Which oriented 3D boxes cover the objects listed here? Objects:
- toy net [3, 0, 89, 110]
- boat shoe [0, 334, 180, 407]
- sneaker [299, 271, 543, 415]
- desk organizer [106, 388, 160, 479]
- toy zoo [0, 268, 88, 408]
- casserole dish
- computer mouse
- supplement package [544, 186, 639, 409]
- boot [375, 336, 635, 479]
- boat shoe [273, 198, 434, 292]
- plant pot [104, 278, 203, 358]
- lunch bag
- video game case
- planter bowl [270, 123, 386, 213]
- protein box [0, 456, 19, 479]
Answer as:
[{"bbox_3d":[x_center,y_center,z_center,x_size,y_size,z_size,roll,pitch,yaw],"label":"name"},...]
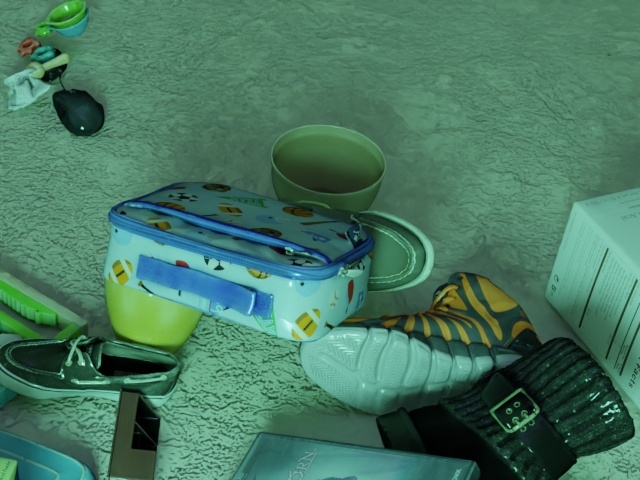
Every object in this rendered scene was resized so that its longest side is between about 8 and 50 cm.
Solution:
[{"bbox_3d":[-0.450,-0.294,1.955,0.122,0.045,0.232,2,46,24],"label":"toy net"},{"bbox_3d":[-0.274,0.141,1.456,0.219,0.070,0.078,8,48,-14],"label":"boat shoe"},{"bbox_3d":[0.125,0.122,1.555,0.321,0.124,0.180,11,35,-13],"label":"sneaker"},{"bbox_3d":[-0.210,0.234,1.405,0.050,0.047,0.130,6,40,-6],"label":"desk organizer"},{"bbox_3d":[-0.446,0.142,1.484,0.192,0.030,0.293,28,44,21],"label":"toy zoo"},{"bbox_3d":[-0.332,0.263,1.359,0.188,0.037,0.114,18,41,12],"label":"casserole dish"},{"bbox_3d":[-0.395,-0.243,1.936,0.071,0.041,0.242,-14,45,-23],"label":"computer mouse"},{"bbox_3d":[0.455,0.086,1.592,0.177,0.175,0.293,-13,45,-24],"label":"supplement package"},{"bbox_3d":[0.231,0.262,1.331,0.260,0.131,0.348,-19,45,-6],"label":"boot"},{"bbox_3d":[-0.001,0.005,1.609,0.305,0.109,0.091,12,6,33],"label":"boat shoe"},{"bbox_3d":[-0.205,0.089,1.523,0.134,0.095,0.134,11,15,-3],"label":"plant pot"},{"bbox_3d":[-0.090,0.020,1.460,0.303,0.115,0.243,15,16,19],"label":"lunch bag"},{"bbox_3d":[0.007,0.292,1.283,0.274,0.026,0.196,3,43,33],"label":"video game case"},{"bbox_3d":[0.005,-0.074,1.753,0.162,0.109,0.162,5,40,-5],"label":"planter bowl"},{"bbox_3d":[-0.400,0.301,1.175,0.201,0.200,0.136,10,41,3],"label":"protein box"}]
